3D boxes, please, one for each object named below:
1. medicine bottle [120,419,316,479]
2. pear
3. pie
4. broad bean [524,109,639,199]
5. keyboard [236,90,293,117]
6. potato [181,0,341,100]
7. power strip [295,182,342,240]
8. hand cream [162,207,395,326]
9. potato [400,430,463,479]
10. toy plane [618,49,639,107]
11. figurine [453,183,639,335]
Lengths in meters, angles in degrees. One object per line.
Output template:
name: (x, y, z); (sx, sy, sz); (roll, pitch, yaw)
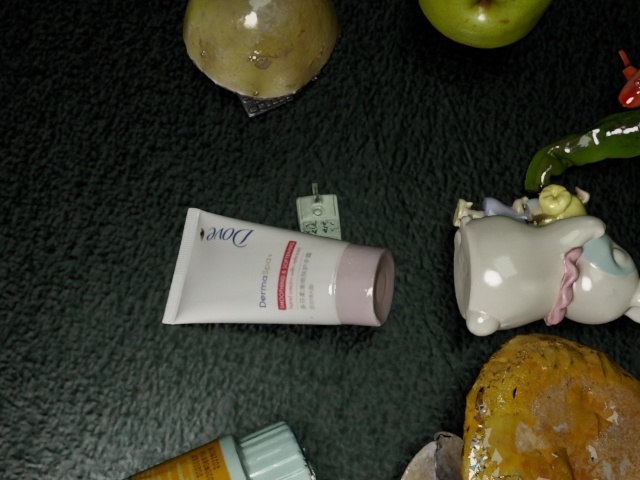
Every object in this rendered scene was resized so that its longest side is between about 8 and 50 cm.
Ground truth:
medicine bottle: (-0.150, 0.296, 0.855); (0.318, 0.158, 0.158); (-21, 78, -7)
pear: (0.198, -0.323, 1.025); (0.166, 0.180, 0.216); (16, 49, 11)
pie: (0.252, 0.226, 0.919); (0.273, 0.069, 0.274); (5, 73, -18)
broad bean: (0.313, -0.106, 1.019); (0.195, 0.046, 0.061); (-30, 71, 13)
keyboard: (-0.100, -0.238, 1.064); (0.060, 0.018, 0.196); (-26, 79, -11)
potato: (-0.061, -0.274, 1.016); (0.182, 0.117, 0.202); (30, 71, 3)
power strip: (0.000, 0.000, 1.007); (0.050, 0.019, 0.136); (-5, 76, -2)
hand cream: (-0.047, 0.033, 0.960); (0.247, 0.083, 0.133); (4, 72, 19)
potato: (0.130, 0.339, 0.907); (0.120, 0.100, 0.261); (22, 54, -36)
toy plane: (0.425, -0.201, 1.048); (0.194, 0.077, 0.126); (-17, 64, -7)
figurine: (0.266, 0.025, 0.962); (0.235, 0.127, 0.155); (0, 51, -3)
